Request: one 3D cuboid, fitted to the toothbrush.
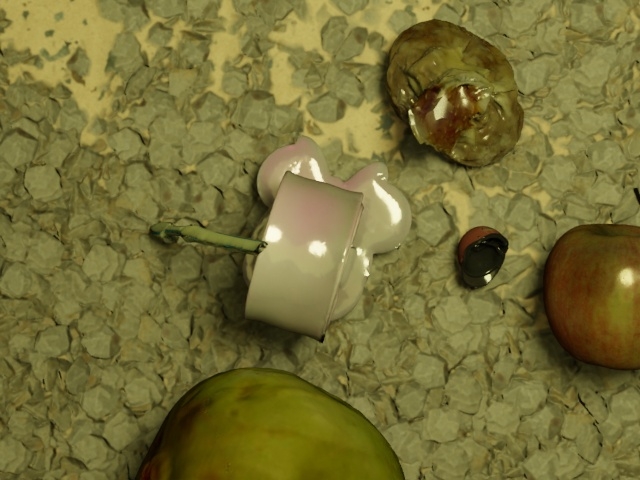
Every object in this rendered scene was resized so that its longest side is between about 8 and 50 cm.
[{"bbox_3d":[-0.143,-0.004,1.399,0.026,0.294,0.028,-48,114,-20],"label":"toothbrush"}]

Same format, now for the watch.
[{"bbox_3d":[0.000,0.000,1.412,0.211,0.217,0.248,18,90,1],"label":"watch"}]

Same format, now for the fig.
[{"bbox_3d":[-0.053,0.319,1.368,0.343,0.343,0.343,0,89,1],"label":"fig"}]

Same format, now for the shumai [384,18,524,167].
[{"bbox_3d":[0.173,-0.189,1.452,0.161,0.153,0.209,-31,92,7],"label":"shumai"}]

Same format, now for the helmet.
[{"bbox_3d":[0.205,0.015,1.494,0.065,0.049,0.084,7,119,-30],"label":"helmet"}]

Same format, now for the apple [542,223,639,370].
[{"bbox_3d":[0.370,0.070,1.422,0.188,0.188,0.173,2,98,1],"label":"apple"}]
